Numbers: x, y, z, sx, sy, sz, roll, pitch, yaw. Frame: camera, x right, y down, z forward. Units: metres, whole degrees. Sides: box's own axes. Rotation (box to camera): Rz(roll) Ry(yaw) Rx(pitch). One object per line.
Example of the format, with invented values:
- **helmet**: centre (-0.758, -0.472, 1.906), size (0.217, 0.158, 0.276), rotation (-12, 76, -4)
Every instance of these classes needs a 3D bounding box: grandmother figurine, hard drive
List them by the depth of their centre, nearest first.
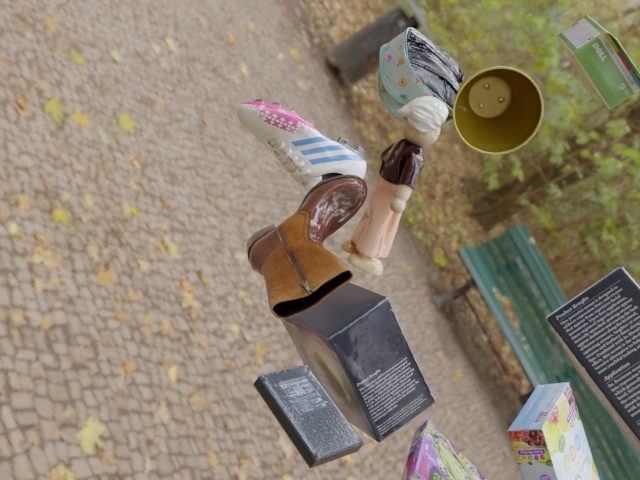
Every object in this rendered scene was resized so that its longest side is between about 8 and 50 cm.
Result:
- **hard drive**: centre (-0.015, 0.224, 1.163), size (0.094, 0.022, 0.135), rotation (-5, 48, -47)
- **grandmother figurine**: centre (0.144, -0.115, 1.712), size (0.104, 0.342, 0.208), rotation (15, 21, -26)

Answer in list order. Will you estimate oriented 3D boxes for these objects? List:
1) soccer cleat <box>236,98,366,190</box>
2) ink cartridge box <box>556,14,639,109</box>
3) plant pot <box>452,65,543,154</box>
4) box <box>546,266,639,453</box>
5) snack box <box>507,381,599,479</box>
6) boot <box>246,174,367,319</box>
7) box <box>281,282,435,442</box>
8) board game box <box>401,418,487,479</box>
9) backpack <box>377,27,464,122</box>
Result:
- **soccer cleat**: centre (-0.050, -0.201, 2.051), size (0.331, 0.116, 0.143), rotation (25, 71, -10)
- **ink cartridge box**: centre (0.434, -0.272, 1.390), size (0.109, 0.062, 0.209), rotation (51, 17, -16)
- **plant pot**: centre (0.266, -0.209, 1.381), size (0.134, 0.134, 0.095), rotation (54, 16, -17)
- **box**: centre (0.722, 0.310, 1.994), size (0.293, 0.212, 0.395), rotation (49, 9, -46)
- **snack box**: centre (0.410, 0.379, 1.567), size (0.174, 0.070, 0.207), rotation (-35, 110, -54)
- **boot**: centre (0.000, 0.000, 1.556), size (0.096, 0.264, 0.280), rotation (66, -6, -23)
- **box**: centre (0.076, 0.269, 2.116), size (0.296, 0.182, 0.294), rotation (17, -45, 64)
- **board game box**: centre (0.256, 0.483, 1.763), size (0.208, 0.056, 0.347), rotation (50, 11, 4)
- **backpack**: centre (0.196, -0.335, 1.855), size (0.188, 0.144, 0.166), rotation (37, 45, -41)
